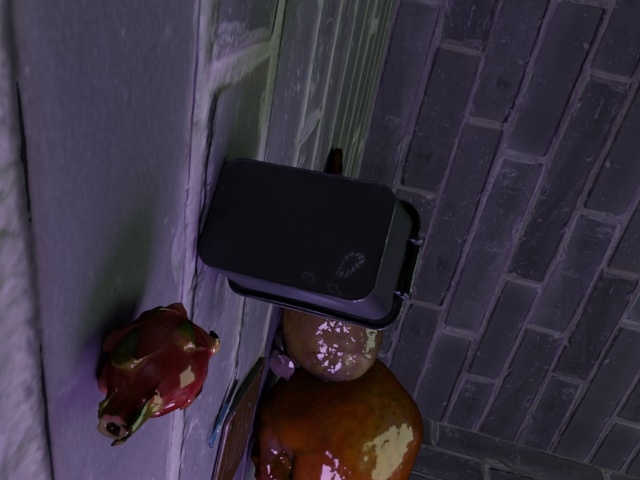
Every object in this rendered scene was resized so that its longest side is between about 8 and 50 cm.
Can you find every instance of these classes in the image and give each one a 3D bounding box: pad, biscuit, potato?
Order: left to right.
[{"bbox_3d":[-0.177,0.417,1.130,0.284,0.018,0.287,-53,159,-78],"label":"pad"},{"bbox_3d":[0.010,0.206,1.318,0.237,0.288,0.301,-58,159,-21],"label":"potato"},{"bbox_3d":[0.044,-0.174,1.600,0.212,0.036,0.212,-177,-90,-88],"label":"biscuit"}]

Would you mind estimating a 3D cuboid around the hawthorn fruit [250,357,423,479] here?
[{"bbox_3d":[0.024,0.517,1.443,0.472,0.471,0.472,14,90,-85],"label":"hawthorn fruit"}]

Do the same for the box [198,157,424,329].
[{"bbox_3d":[-0.013,-0.001,0.612,0.135,0.243,0.163,41,64,-70],"label":"box"}]

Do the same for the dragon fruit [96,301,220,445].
[{"bbox_3d":[-0.130,0.100,0.413,0.116,0.081,0.086,-64,178,-69],"label":"dragon fruit"}]

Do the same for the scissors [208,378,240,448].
[{"bbox_3d":[-0.165,0.292,0.917,0.058,0.014,0.119,104,6,-58],"label":"scissors"}]

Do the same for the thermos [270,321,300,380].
[{"bbox_3d":[-0.078,0.272,1.421,0.193,0.104,0.137,-46,125,-65],"label":"thermos"}]
